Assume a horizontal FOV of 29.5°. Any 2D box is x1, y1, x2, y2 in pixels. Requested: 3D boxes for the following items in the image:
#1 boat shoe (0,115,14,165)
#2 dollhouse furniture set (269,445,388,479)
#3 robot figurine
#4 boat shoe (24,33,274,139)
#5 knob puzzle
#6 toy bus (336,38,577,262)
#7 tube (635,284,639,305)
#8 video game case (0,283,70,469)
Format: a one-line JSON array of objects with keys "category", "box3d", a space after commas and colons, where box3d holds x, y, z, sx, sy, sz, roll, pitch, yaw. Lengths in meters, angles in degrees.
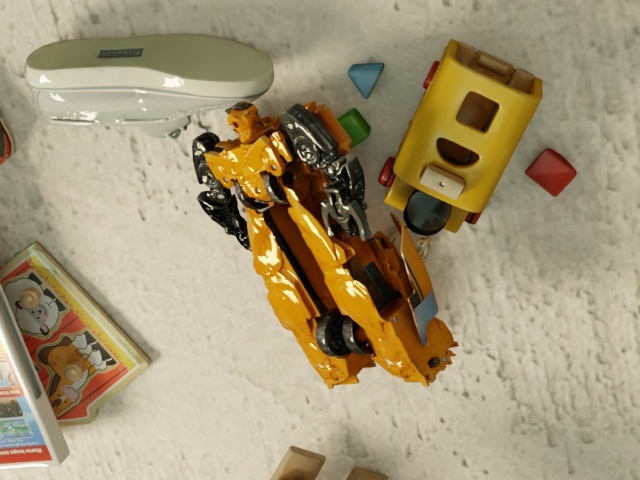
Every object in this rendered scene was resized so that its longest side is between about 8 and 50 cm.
[{"category": "boat shoe", "box3d": [-0.339, -0.129, 1.145, 0.049, 0.043, 0.137, -24, 104, 20]}, {"category": "dollhouse furniture set", "box3d": [0.073, 0.318, 1.141, 0.259, 0.262, 0.135, 22, 112, -19]}, {"category": "robot figurine", "box3d": [0.000, 0.000, 1.092, 0.211, 0.085, 0.291, -9, 113, 49]}, {"category": "boat shoe", "box3d": [-0.152, -0.135, 1.101, 0.228, 0.079, 0.081, 2, 129, 9]}, {"category": "knob puzzle", "box3d": [-0.301, 0.120, 1.245, 0.213, 0.030, 0.213, 3, 112, 8]}, {"category": "toy bus", "box3d": [0.112, -0.070, 1.058, 0.191, 0.104, 0.202, -19, 107, 16]}, {"category": "tube", "box3d": [0.387, 0.117, 1.114, 0.240, 0.062, 0.070, 46, 152, -15]}, {"category": "video game case", "box3d": [-0.388, 0.108, 1.235, 0.204, 0.025, 0.285, -8, 110, 26]}]
